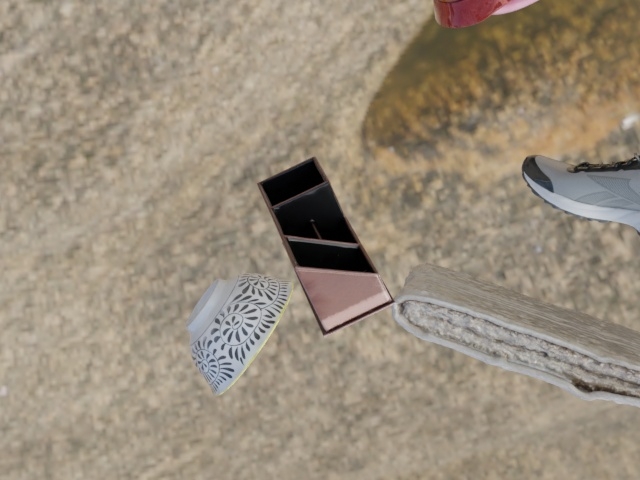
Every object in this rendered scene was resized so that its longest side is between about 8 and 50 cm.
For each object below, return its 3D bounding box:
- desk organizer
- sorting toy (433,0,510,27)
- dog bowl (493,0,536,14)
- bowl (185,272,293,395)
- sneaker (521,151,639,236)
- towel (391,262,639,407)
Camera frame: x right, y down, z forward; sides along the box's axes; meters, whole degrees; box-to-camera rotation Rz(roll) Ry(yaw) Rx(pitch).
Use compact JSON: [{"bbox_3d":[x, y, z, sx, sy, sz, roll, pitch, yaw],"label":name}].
[{"bbox_3d":[0.000,0.000,0.767,0.047,0.130,0.050,-25,118,-1],"label":"desk organizer"},{"bbox_3d":[0.125,-0.370,1.356,0.127,0.365,0.126,-31,124,14],"label":"sorting toy"},{"bbox_3d":[0.292,-0.480,1.701,0.408,0.150,0.408,-32,161,-13],"label":"dog bowl"},{"bbox_3d":[-0.113,0.098,1.526,0.080,0.170,0.170,34,132,-10],"label":"bowl"},{"bbox_3d":[0.392,-0.072,1.614,0.100,0.271,0.108,-24,128,-56],"label":"sneaker"},{"bbox_3d":[0.207,0.092,1.171,0.282,0.049,0.187,19,-171,6],"label":"towel"}]
